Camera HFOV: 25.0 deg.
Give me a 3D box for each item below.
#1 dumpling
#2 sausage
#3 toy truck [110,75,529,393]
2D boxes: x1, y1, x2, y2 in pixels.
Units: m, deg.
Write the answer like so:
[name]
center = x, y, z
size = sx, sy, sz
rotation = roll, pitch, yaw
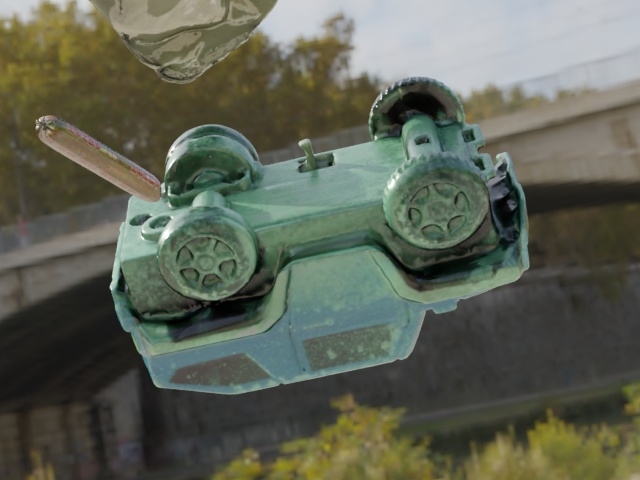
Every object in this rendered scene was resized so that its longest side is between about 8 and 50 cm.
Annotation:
[dumpling]
center = -0.105, -0.230, 0.987
size = 0.173, 0.247, 0.142
rotation = -26, 29, 3
[sausage]
center = -0.105, -0.038, 0.695
size = 0.015, 0.015, 0.100
rotation = -13, -24, 25
[toy truck]
center = 0.000, 0.000, 0.988
size = 0.279, 0.156, 0.155
rotation = -12, 29, 3
